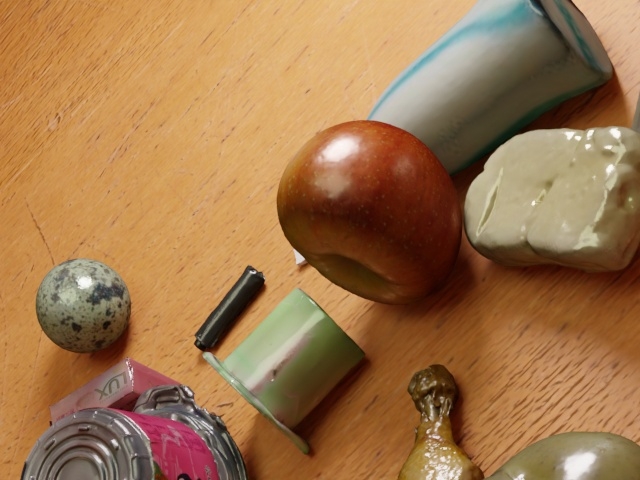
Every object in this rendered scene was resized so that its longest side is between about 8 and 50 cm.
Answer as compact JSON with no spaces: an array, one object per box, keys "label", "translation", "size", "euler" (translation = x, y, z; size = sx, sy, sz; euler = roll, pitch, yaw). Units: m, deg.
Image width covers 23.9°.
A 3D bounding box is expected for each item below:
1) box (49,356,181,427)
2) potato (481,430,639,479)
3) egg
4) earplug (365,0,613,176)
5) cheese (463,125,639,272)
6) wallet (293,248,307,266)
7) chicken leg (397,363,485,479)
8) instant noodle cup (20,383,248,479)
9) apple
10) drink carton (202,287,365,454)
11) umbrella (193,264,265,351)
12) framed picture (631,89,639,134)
[{"label":"box","translation":[-0.265,0.225,1.981],"size":[0.156,0.111,0.060],"euler":[-33,50,23]},{"label":"potato","translation":[0.198,0.329,1.363],"size":[0.243,0.221,0.326],"euler":[29,71,41]},{"label":"egg","translation":[-0.337,0.089,2.142],"size":[0.132,0.132,0.172],"euler":[-52,26,-1]},{"label":"earplug","translation":[0.169,-0.176,1.831],"size":[0.324,0.185,0.185],"euler":[-37,41,24]},{"label":"cheese","translation":[0.262,-0.041,1.669],"size":[0.263,0.093,0.159],"euler":[6,70,60]},{"label":"wallet","translation":[0.000,0.000,1.978],"size":[0.083,0.011,0.044],"euler":[-31,43,23]},{"label":"chicken leg","translation":[0.123,0.234,1.622],"size":[0.107,0.087,0.251],"euler":[-20,41,18]},{"label":"instant noodle cup","translation":[-0.237,0.301,1.784],"size":[0.258,0.181,0.302],"euler":[-19,64,23]},{"label":"apple","translation":[0.064,-0.035,1.762],"size":[0.210,0.235,0.173],"euler":[14,66,24]},{"label":"drink carton","translation":[-0.037,0.143,1.807],"size":[0.142,0.144,0.146],"euler":[-46,39,-3]},{"label":"umbrella","translation":[-0.122,0.091,2.012],"size":[0.133,0.031,0.036],"euler":[-51,12,1]},{"label":"framed picture","translation":[0.532,-0.176,1.584],"size":[0.446,0.028,0.326],"euler":[-6,57,42]}]
